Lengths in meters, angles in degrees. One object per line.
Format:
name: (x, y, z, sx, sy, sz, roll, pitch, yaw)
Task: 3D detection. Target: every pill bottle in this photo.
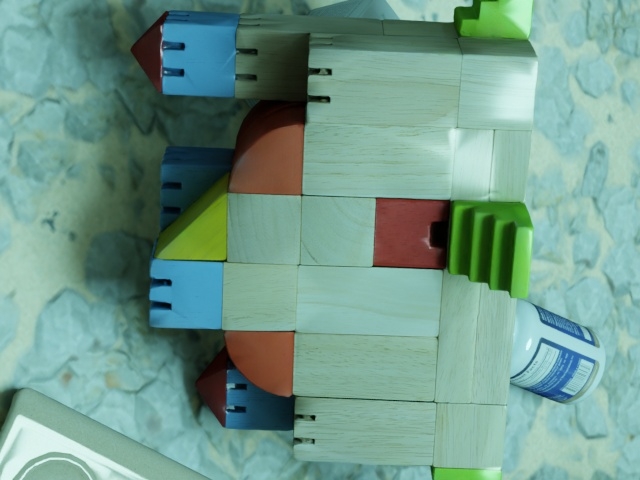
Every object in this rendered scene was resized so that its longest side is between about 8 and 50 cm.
pill bottle: (0.166, 0.085, 1.344, 0.120, 0.067, 0.067, 23, 75, -33)

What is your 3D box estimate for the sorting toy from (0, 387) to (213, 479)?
sorting toy: (-0.166, 0.228, 1.123, 0.193, 0.038, 0.208, 32, 66, -31)

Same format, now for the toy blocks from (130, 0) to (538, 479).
toy blocks: (0.000, 0.000, 1.126, 0.260, 0.191, 0.381, 2, 110, -1)

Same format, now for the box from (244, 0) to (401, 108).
box: (0.020, -0.109, 1.232, 0.101, 0.087, 0.102, 50, 63, -23)
